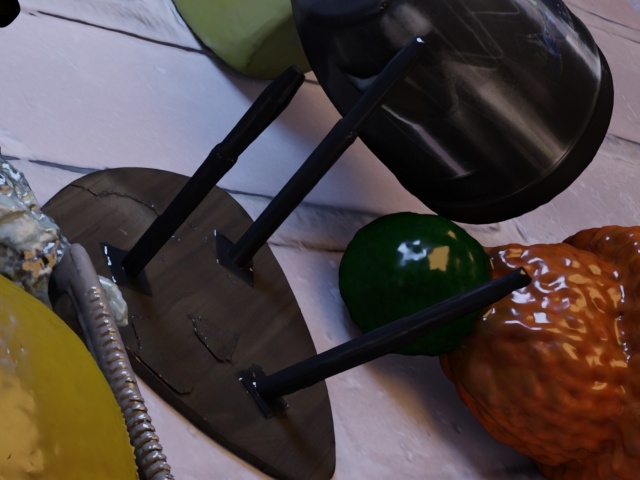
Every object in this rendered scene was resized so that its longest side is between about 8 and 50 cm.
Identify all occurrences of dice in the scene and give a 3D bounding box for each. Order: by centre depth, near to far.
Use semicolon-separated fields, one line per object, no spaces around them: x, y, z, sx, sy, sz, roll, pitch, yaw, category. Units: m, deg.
-0.041;-0.269;1.940;0.169;0.166;0.169;0;54;-60;dice

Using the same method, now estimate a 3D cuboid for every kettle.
0.102;-0.221;1.802;0.324;0.228;0.321;40;48;-48;kettle

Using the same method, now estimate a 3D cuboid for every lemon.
-0.208;0.134;1.025;0.236;0.236;0.263;-14;98;-63;lemon

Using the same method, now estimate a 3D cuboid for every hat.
0.220;0.093;1.792;0.400;0.285;0.285;16;40;-35;hat

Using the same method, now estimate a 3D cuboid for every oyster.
-0.254;-0.036;1.383;0.199;0.087;0.252;34;18;-42;oyster

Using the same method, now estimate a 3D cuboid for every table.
0.000;0.000;1.537;0.317;0.249;0.317;38;28;-25;table

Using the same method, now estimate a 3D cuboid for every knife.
-0.123;0.117;1.182;0.043;0.089;0.365;7;29;-24;knife

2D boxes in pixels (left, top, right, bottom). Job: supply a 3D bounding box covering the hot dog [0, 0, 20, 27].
-0.351;-0.147;1.280;0.326;0.107;0.194;17;14;-27;hot dog
